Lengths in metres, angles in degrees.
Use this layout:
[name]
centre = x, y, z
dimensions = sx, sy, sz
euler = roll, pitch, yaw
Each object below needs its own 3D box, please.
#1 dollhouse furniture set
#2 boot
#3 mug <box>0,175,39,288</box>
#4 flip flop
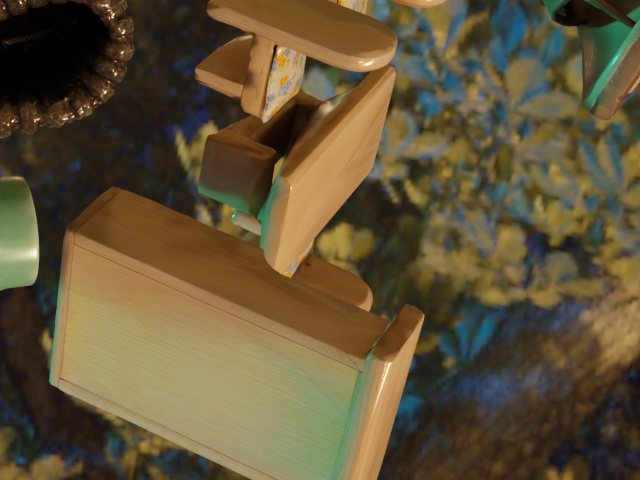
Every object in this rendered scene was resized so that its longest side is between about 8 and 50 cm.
[dollhouse furniture set]
centre = 0.000, 0.000, 1.245
dimensions = 0.256, 0.362, 0.394
euler = 24, -142, 13
[boot]
centre = -0.299, -0.121, 1.188
dimensions = 0.131, 0.348, 0.260
euler = 45, -168, -28
[mug]
centre = -0.390, 0.006, 1.781
dimensions = 0.097, 0.157, 0.129
euler = -6, -158, -24
[flip flop]
centre = 0.174, -0.177, 0.967
dimensions = 0.080, 0.112, 0.277
euler = 21, -138, -13
